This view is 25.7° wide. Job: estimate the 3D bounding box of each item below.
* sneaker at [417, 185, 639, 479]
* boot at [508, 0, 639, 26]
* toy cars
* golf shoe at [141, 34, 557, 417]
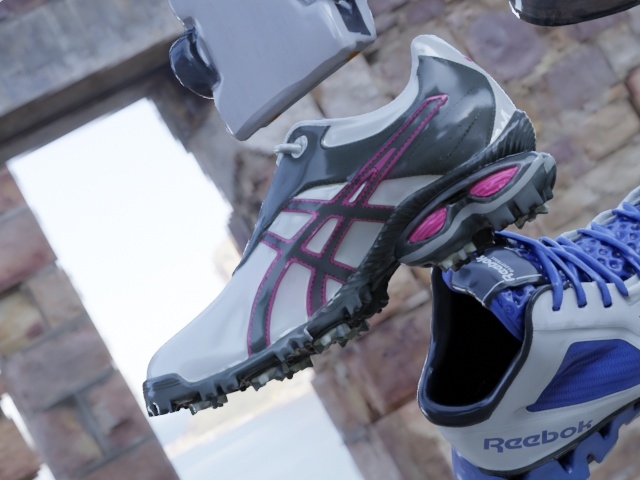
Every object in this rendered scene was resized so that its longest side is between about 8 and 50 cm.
[{"bbox_3d":[0.182,0.038,0.939,0.315,0.127,0.182,-45,-45,1],"label":"sneaker"},{"bbox_3d":[0.192,-0.253,0.783,0.263,0.091,0.229,-26,-46,-8],"label":"boot"},{"bbox_3d":[-0.109,-0.184,0.734,0.087,0.394,0.176,-7,-63,-52],"label":"toy cars"},{"bbox_3d":[0.000,0.000,0.807,0.273,0.120,0.105,-35,-6,6],"label":"golf shoe"}]
